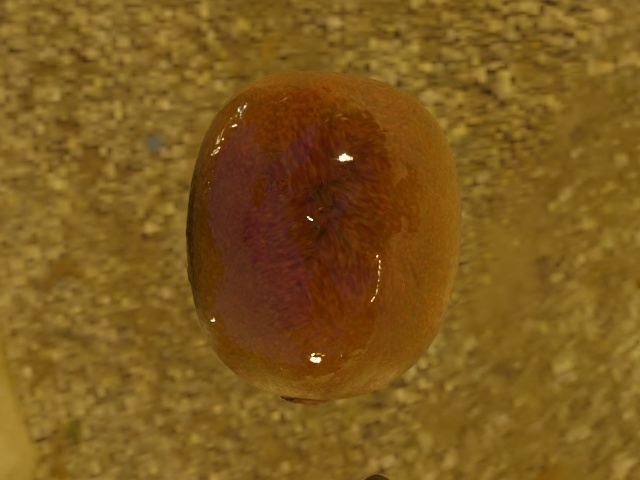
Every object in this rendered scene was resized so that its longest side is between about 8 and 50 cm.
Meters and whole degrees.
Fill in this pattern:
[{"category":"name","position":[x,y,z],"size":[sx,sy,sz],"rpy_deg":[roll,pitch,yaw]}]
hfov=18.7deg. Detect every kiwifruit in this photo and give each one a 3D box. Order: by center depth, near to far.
[{"category":"kiwifruit","position":[0.000,0.000,1.371],"size":[0.196,0.196,0.234],"rpy_deg":[8,88,33]}]

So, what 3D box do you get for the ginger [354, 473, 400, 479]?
[{"category":"ginger","position":[0.054,0.295,0.824],"size":[0.358,0.211,0.413],"rpy_deg":[-33,99,2]}]
